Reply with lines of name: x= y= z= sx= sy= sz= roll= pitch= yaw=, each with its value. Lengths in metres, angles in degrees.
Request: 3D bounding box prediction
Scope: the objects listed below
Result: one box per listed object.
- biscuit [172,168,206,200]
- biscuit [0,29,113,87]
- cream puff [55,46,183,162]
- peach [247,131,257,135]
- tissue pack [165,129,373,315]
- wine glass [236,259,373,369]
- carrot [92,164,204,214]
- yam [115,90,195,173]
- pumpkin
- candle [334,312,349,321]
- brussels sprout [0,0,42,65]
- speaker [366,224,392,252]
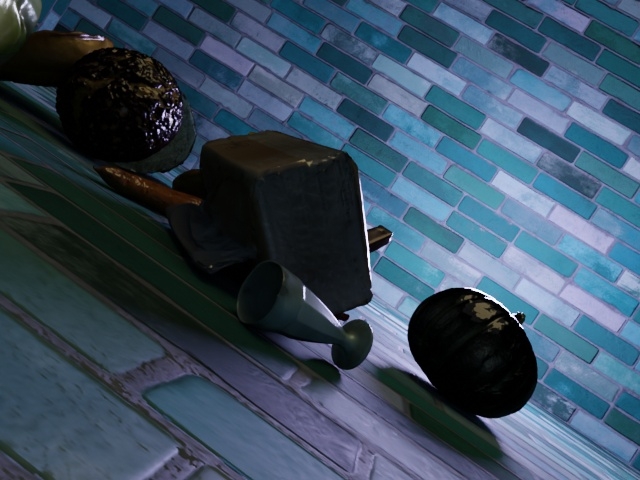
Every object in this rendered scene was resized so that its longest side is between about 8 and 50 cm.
biscuit: x=-0.225 y=-0.102 z=1.298 sx=0.226 sy=0.042 sz=0.226 roll=11 pitch=-22 yaw=5
biscuit: x=-0.579 y=-0.374 z=1.191 sx=0.297 sy=0.101 sz=0.296 roll=-4 pitch=11 yaw=1
cream puff: x=-0.382 y=-0.265 z=1.086 sx=0.239 sy=0.239 sz=0.164 roll=34 pitch=-26 yaw=18
peach: x=-0.082 y=-0.085 z=1.483 sx=0.381 sy=0.306 sz=0.242 roll=23 pitch=35 yaw=0
tissue pack: x=-0.094 y=-0.026 z=0.814 sx=0.239 sy=0.238 sz=0.305 roll=33 pitch=1 yaw=-29
wine glass: x=-0.015 y=0.089 z=0.630 sx=0.155 sy=0.073 sz=0.073 roll=37 pitch=-2 yaw=-36
carrot: x=-0.272 y=-0.074 z=0.933 sx=0.057 sy=0.057 sz=0.224 roll=34 pitch=4 yaw=36
yam: x=-0.421 y=-0.273 z=1.363 sx=0.241 sy=0.240 sz=0.348 roll=33 pitch=-1 yaw=-15
pumpkin: x=0.281 y=0.196 z=1.026 sx=0.249 sy=0.216 sz=0.250 roll=57 pitch=-8 yaw=13
candle: x=-0.047 y=0.072 z=0.954 sx=0.051 sy=0.048 sz=0.329 roll=23 pitch=6 yaw=-32
brussels sprout: x=-0.589 y=-0.413 z=0.848 sx=0.344 sy=0.268 sz=0.344 roll=31 pitch=-7 yaw=4
speaker: x=-0.017 y=0.012 z=1.201 sx=0.329 sy=0.198 sz=0.259 roll=42 pitch=23 yaw=30
